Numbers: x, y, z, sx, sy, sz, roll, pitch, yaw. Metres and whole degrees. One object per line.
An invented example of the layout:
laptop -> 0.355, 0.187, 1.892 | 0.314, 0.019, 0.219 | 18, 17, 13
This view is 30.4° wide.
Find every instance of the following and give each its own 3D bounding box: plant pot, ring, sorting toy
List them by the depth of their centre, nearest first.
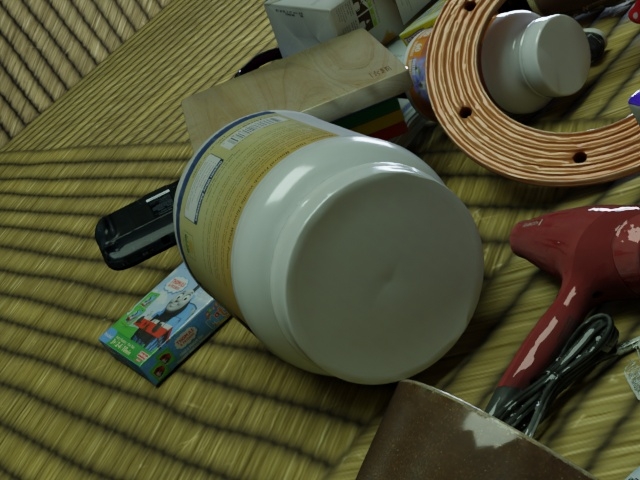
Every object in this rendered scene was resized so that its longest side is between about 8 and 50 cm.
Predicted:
plant pot -> 0.077, 0.236, 0.685 | 0.230, 0.215, 0.215 | -57, 28, -11
ring -> 0.274, -0.202, 1.237 | 0.336, 0.032, 0.337 | -10, 60, 18
sorting toy -> -0.027, -0.148, 1.420 | 0.255, 0.089, 0.257 | -22, 23, -2

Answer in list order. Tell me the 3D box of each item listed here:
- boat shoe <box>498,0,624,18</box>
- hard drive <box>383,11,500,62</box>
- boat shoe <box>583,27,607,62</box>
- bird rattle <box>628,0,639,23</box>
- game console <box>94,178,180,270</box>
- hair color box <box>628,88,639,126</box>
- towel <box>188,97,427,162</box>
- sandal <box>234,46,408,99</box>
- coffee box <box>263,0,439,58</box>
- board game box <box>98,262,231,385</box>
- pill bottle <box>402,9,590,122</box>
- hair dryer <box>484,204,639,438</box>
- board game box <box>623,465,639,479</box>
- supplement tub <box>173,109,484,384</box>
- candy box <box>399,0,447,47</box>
boat shoe -> 0.311, -0.315, 1.503 | 0.095, 0.095, 0.257 | -41, 12, -12
hard drive -> 0.163, -0.317, 1.673 | 0.203, 0.040, 0.307 | 11, 44, 40
boat shoe -> 0.285, -0.225, 1.424 | 0.125, 0.046, 0.038 | -2, 35, 39
bird rattle -> 0.464, -0.334, 1.350 | 0.253, 0.143, 0.207 | -41, 9, 21
game console -> -0.138, -0.076, 1.587 | 0.361, 0.044, 0.213 | -27, 37, -7
hair color box -> 0.367, -0.024, 0.769 | 0.110, 0.185, 0.339 | -39, 23, -7
towel -> -0.015, -0.135, 1.534 | 0.285, 0.034, 0.209 | 13, 48, 37
sandal -> -0.029, -0.244, 1.791 | 0.445, 0.107, 0.167 | -3, 39, 49
coffee box -> 0.063, -0.342, 1.635 | 0.246, 0.098, 0.141 | -40, 37, -27
board game box -> -0.164, 0.079, 1.461 | 0.211, 0.039, 0.160 | -42, 24, -17
pill bottle -> 0.207, -0.207, 1.393 | 0.216, 0.121, 0.121 | 0, 42, 53
hair dryer -> 0.201, 0.053, 0.975 | 0.223, 0.080, 0.293 | -28, 25, 19
board game box -> 0.250, 0.165, 0.777 | 0.090, 0.020, 0.090 | -39, 24, -9
supplement tub -> 0.000, 0.000, 1.154 | 0.228, 0.228, 0.316 | -40, 24, -9
candy box -> 0.196, -0.326, 1.559 | 0.105, 0.027, 0.206 | -16, 22, 47
